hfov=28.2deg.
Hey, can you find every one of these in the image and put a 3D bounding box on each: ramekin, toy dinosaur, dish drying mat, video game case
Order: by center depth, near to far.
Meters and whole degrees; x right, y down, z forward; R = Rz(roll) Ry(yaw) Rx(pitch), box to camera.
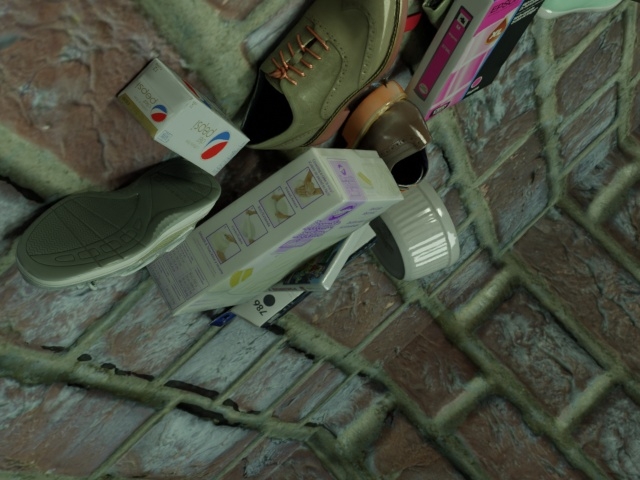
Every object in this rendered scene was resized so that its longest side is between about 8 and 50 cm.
[{"bbox_3d":[0.119,-0.316,1.888,0.083,0.008,0.032,-27,156,-43],"label":"dish drying mat"},{"bbox_3d":[0.062,-0.238,1.899,0.082,0.047,0.090,-9,157,-32],"label":"toy dinosaur"},{"bbox_3d":[0.000,0.000,2.076,0.183,0.023,0.201,-4,-133,53],"label":"video game case"},{"bbox_3d":[0.158,-0.022,2.378,0.109,0.207,0.207,-27,160,-15],"label":"ramekin"}]

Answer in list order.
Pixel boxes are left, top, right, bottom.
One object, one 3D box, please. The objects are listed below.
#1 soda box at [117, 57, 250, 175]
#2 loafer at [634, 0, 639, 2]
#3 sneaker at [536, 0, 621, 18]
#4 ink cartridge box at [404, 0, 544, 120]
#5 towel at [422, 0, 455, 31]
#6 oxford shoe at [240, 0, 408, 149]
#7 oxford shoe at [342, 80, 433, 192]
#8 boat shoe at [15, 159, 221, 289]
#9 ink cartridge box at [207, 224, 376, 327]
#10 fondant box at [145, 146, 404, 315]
[{"bbox_3d":[-0.162,-0.145,1.542,0.069,0.074,0.216,-44,164,4],"label":"soda box"},{"bbox_3d":[0.567,-0.493,2.277,0.366,0.130,0.134,-25,156,-46],"label":"loafer"},{"bbox_3d":[0.452,-0.437,2.025,0.256,0.094,0.151,-25,165,-39],"label":"sneaker"},{"bbox_3d":[0.257,-0.340,1.916,0.175,0.069,0.371,-31,160,-33],"label":"ink cartridge box"},{"bbox_3d":[0.293,-0.428,1.968,0.312,0.056,0.324,-42,166,6],"label":"towel"},{"bbox_3d":[0.001,-0.231,1.634,0.130,0.123,0.348,-22,153,-40],"label":"oxford shoe"},{"bbox_3d":[0.096,-0.116,2.094,0.130,0.133,0.364,-39,168,-18],"label":"oxford shoe"},{"bbox_3d":[-0.254,-0.005,1.609,0.320,0.118,0.103,-35,158,-48],"label":"boat shoe"},{"bbox_3d":[-0.044,0.075,2.280,0.332,0.065,0.165,-37,175,1],"label":"ink cartridge box"},{"bbox_3d":[-0.066,-0.014,1.915,0.330,0.096,0.238,-35,168,22],"label":"fondant box"}]
